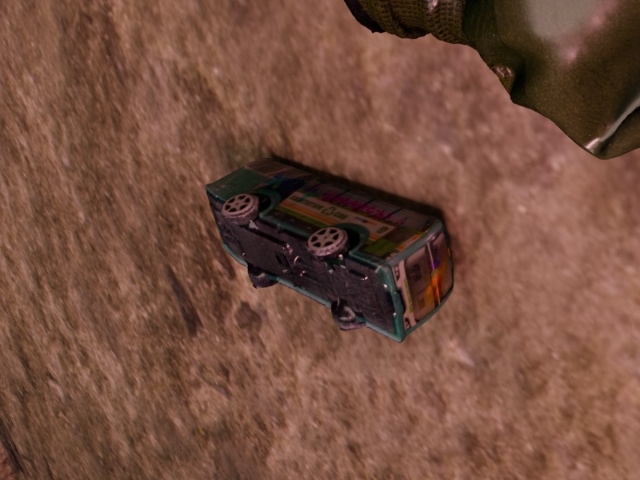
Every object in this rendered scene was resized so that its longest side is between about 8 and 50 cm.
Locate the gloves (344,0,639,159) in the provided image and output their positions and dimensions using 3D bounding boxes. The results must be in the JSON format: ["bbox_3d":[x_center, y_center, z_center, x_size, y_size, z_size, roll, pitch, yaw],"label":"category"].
[{"bbox_3d":[0.115,-0.085,0.340,0.268,0.107,0.135,29,126,47],"label":"gloves"}]

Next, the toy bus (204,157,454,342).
[{"bbox_3d":[0.000,0.000,0.916,0.262,0.109,0.091,24,138,45],"label":"toy bus"}]
